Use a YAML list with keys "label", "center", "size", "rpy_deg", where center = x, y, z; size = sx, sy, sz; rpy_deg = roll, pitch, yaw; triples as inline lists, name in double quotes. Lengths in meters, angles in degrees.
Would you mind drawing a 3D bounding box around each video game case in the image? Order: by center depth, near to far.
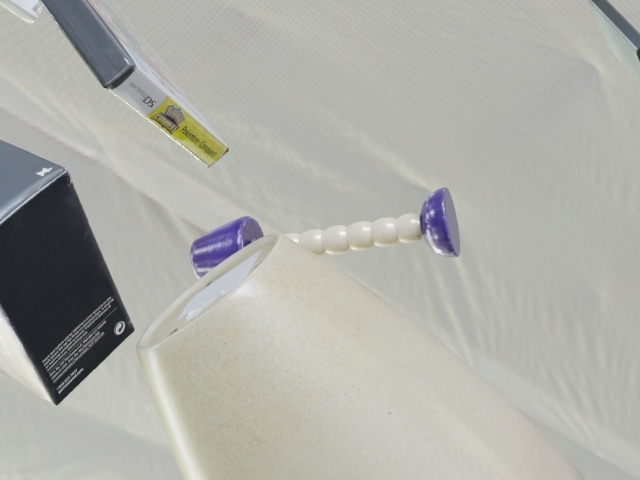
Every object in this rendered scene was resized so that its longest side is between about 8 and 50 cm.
- label: "video game case"
  center: [-0.214, -0.211, 0.975]
  size: [0.035, 0.275, 0.248]
  rpy_deg: [-39, -18, 4]

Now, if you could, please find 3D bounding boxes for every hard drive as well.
- label: "hard drive"
  center: [0.401, -0.254, 1.305]
  size: [0.022, 0.135, 0.094]
  rpy_deg: [-32, -48, 10]

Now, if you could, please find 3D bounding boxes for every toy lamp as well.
- label: "toy lamp"
  center: [0.000, 0.000, 1.021]
  size: [0.274, 0.080, 0.080]
  rpy_deg: [-10, -47, 15]

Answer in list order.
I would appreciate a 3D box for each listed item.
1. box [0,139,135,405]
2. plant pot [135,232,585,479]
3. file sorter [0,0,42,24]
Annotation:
- label: "box"
  center: [-0.298, -0.002, 0.820]
  size: [0.261, 0.103, 0.184]
  rpy_deg: [22, -39, 31]
- label: "plant pot"
  center: [0.006, 0.138, 0.707]
  size: [0.256, 0.256, 0.274]
  rpy_deg: [-33, -79, 22]
- label: "file sorter"
  center: [-0.362, -0.459, 1.243]
  size: [0.173, 0.278, 0.193]
  rpy_deg: [-22, -42, 39]
